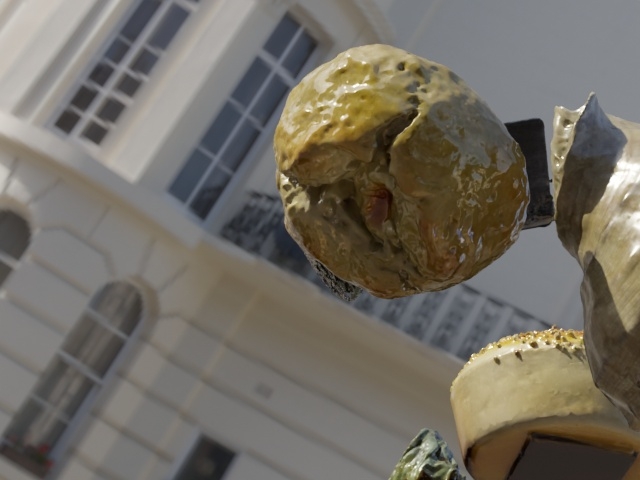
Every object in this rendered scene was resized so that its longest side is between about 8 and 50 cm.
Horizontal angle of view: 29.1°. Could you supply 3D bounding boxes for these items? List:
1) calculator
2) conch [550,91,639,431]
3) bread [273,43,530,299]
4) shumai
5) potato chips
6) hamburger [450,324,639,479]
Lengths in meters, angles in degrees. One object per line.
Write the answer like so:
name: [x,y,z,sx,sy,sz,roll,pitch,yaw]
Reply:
calculator: [0.194,-0.076,1.700,0.021,0.261,0.161,-123,-155,-73]
conch: [0.323,0.012,1.050,0.186,0.263,0.324,-19,-94,41]
bread: [0.054,-0.048,1.084,0.244,0.134,0.244,21,-47,24]
shumai: [0.172,0.368,1.777,0.142,0.184,0.184,31,-17,22]
potato chips: [-0.004,0.002,1.977,0.220,0.029,0.202,63,-15,-11]
hamburger: [0.305,0.216,1.518,0.302,0.170,0.302,8,-36,6]
